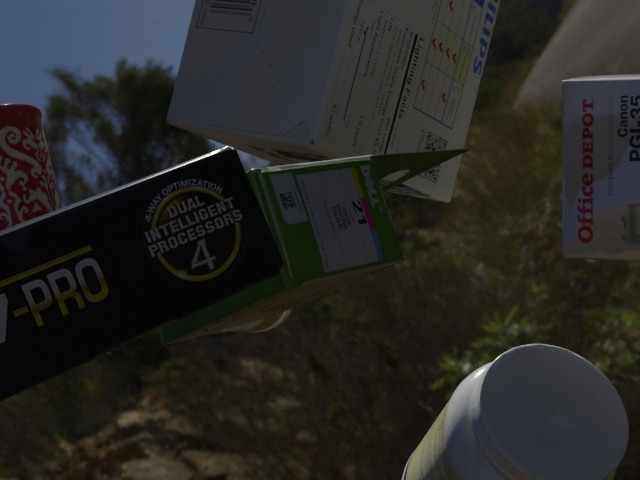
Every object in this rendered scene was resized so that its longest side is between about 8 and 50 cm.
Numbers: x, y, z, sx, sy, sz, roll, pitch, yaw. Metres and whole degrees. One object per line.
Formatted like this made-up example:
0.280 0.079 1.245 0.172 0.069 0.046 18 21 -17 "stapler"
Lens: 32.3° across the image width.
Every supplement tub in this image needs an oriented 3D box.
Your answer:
0.258 0.306 1.507 0.235 0.235 0.324 -57 -8 -37 "supplement tub"

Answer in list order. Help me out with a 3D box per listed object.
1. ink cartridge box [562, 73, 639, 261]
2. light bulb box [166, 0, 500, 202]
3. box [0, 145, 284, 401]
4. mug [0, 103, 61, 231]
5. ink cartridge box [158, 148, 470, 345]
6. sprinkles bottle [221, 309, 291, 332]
0.411 -0.078 1.202 0.117 0.283 0.207 -20 -71 -62 "ink cartridge box"
0.037 -0.261 1.403 0.361 0.225 0.357 17 -93 -58 "light bulb box"
-0.248 0.054 0.758 0.318 0.097 0.395 -25 7 -25 "box"
-0.331 -0.048 1.218 0.113 0.169 0.150 -21 -9 14 "mug"
0.000 0.000 0.955 0.255 0.097 0.189 -10 -11 -42 "ink cartridge box"
-0.140 0.082 1.683 0.121 0.121 0.355 -59 -14 4 "sprinkles bottle"
